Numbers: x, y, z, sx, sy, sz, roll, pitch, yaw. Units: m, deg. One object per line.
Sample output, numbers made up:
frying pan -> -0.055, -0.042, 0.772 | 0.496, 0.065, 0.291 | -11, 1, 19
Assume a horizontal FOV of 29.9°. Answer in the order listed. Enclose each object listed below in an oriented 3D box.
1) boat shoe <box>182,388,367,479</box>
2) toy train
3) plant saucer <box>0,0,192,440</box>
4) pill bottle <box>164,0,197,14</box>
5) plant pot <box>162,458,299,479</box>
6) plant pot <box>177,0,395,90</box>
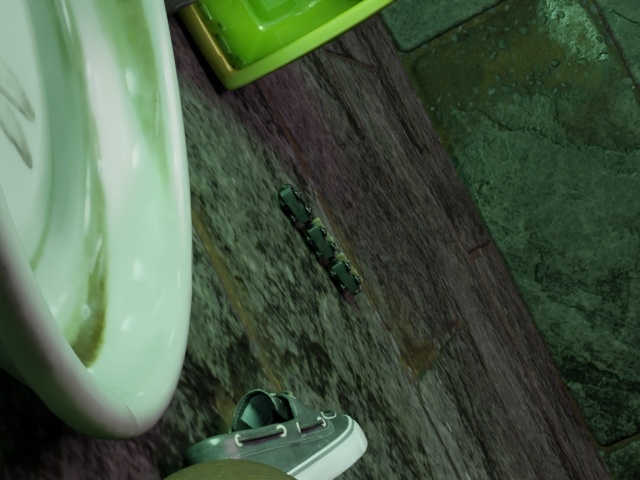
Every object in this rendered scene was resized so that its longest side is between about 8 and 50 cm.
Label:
boat shoe -> -0.033, 0.138, 0.812 | 0.076, 0.080, 0.228 | 65, 21, 3
toy train -> 0.000, 0.000, 1.296 | 0.158, 0.027, 0.036 | 55, 5, -29
plant saucer -> -0.156, -0.097, 0.592 | 0.400, 0.100, 0.400 | -8, 90, -85
pill bottle -> -0.158, -0.366, 1.111 | 0.283, 0.160, 0.160 | 60, 14, -10
plant pot -> -0.028, 0.192, 0.498 | 0.215, 0.215, 0.230 | 57, 0, -22
plant pot -> -0.049, -0.313, 1.308 | 0.228, 0.227, 0.207 | 61, 7, -7
